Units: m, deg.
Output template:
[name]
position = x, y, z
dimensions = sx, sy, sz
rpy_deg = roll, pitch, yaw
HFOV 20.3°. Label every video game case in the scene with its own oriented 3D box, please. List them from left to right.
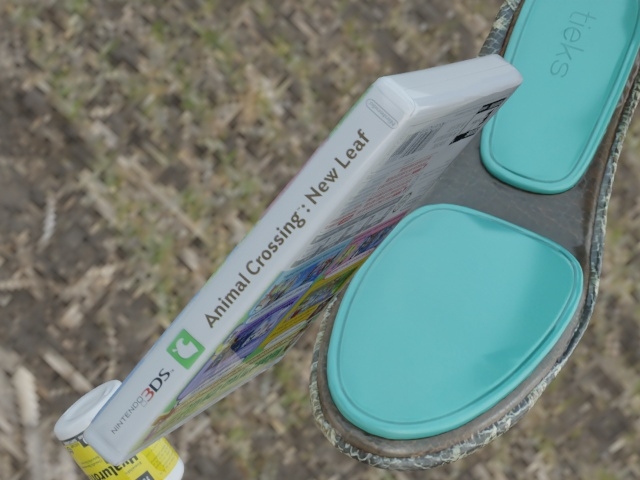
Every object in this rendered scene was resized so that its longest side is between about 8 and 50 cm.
[video game case]
position = 0.000, 0.000, 0.782
dimensions = 0.023, 0.193, 0.212
rpy_deg = 43, 18, 7

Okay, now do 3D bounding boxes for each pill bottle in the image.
[pill bottle]
position = -0.145, 0.170, 1.369
dimensions = 0.116, 0.065, 0.065
rpy_deg = 53, 30, -13

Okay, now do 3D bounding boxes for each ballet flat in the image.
[ballet flat]
position = 0.127, 0.004, 1.291
dimensions = 0.164, 0.182, 0.483
rpy_deg = 22, 55, 9
